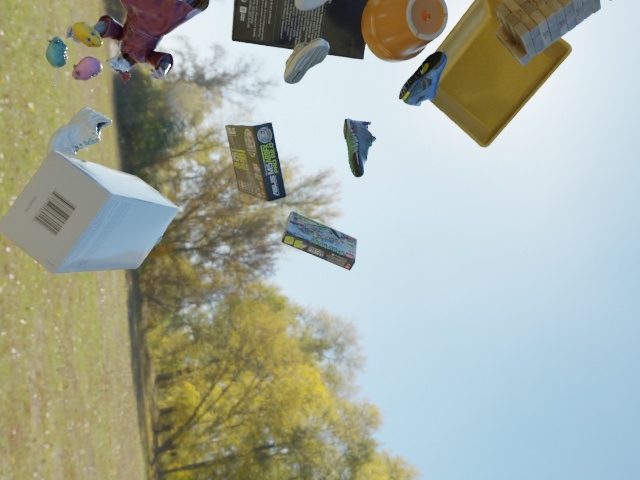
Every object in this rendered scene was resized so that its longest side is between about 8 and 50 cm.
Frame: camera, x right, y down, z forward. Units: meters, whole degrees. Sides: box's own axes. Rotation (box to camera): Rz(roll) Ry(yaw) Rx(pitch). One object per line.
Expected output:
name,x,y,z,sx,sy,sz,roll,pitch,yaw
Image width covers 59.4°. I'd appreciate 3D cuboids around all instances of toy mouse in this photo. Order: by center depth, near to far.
toy mouse,-0.488,-0.361,1.102,0.161,0.143,0.031,40,-2,5

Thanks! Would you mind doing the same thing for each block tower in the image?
block tower,0.482,-0.474,1.022,0.335,0.097,0.091,-37,-117,18

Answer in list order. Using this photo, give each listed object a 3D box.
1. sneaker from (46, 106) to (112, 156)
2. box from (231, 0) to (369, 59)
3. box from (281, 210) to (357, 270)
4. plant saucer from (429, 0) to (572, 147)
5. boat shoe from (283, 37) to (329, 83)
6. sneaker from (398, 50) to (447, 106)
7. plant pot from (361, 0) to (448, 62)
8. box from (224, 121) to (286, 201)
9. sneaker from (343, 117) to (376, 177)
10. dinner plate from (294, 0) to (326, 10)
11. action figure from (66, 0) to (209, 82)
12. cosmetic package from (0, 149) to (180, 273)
sneaker,-0.641,-0.272,1.501,0.080,0.094,0.212,102,10,-58
box,-0.084,-0.875,2.073,0.480,0.472,0.297,-106,-158,-63
box,0.000,0.000,1.547,0.114,0.207,0.036,-82,-163,-54
plant saucer,0.478,-0.476,1.580,0.333,0.081,0.332,-51,-122,23
boat shoe,-0.054,-0.547,1.658,0.226,0.083,0.075,-23,-108,54
sneaker,0.296,-0.435,1.527,0.209,0.082,0.069,138,-30,-60
plant pot,0.242,-0.599,1.530,0.188,0.205,0.205,-152,-123,-66
box,-0.196,-0.240,1.659,0.270,0.060,0.216,24,-52,61
sneaker,0.132,-0.292,1.727,0.083,0.098,0.223,99,-15,-59
dinner plate,-0.013,-0.746,1.712,0.017,0.141,0.141,63,-21,8
action figure,-0.465,-0.568,1.461,0.370,0.248,0.275,-36,-153,43
cosmetic package,-0.473,-0.048,1.210,0.197,0.155,0.365,-54,175,1
